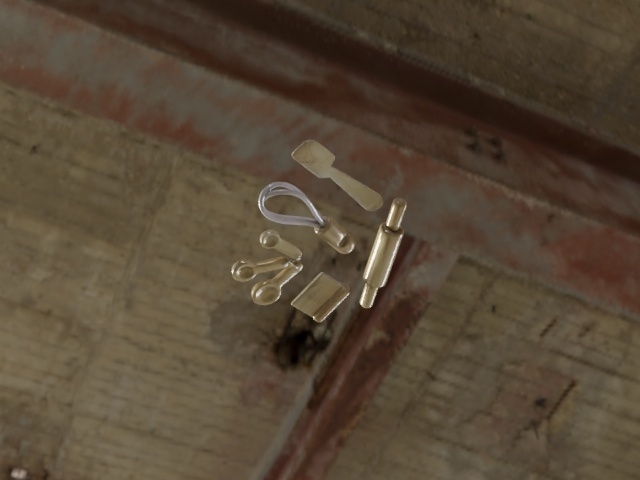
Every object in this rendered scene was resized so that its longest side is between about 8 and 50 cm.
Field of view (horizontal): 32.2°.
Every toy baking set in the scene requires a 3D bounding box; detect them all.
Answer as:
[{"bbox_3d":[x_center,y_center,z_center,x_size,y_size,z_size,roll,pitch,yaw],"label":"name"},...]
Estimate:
[{"bbox_3d":[0.006,0.001,1.292,0.196,0.030,0.256,4,-53,-24],"label":"toy baking set"}]
